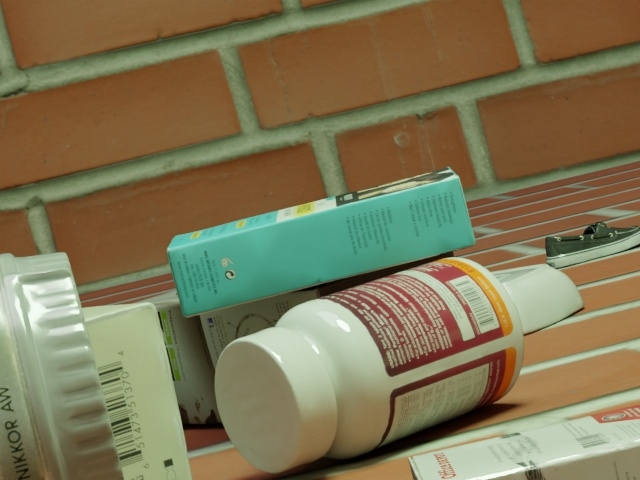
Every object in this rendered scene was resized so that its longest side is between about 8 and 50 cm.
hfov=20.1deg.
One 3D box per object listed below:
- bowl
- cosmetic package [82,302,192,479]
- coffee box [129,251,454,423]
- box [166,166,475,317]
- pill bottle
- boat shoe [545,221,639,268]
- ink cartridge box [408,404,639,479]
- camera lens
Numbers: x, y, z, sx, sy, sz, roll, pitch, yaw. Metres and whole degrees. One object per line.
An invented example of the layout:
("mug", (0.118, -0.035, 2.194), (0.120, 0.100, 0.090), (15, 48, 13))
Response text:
("bowl", (0.175, 0.063, 1.804), (0.142, 0.053, 0.142), (-10, 6, 39))
("cosmetic package", (-0.241, 0.139, 1.411), (0.129, 0.153, 0.296), (-15, 3, -36))
("coffee box", (-0.026, 0.088, 1.618), (0.168, 0.119, 0.297), (-17, 6, -40))
("box", (0.000, 0.000, 1.492), (0.244, 0.060, 0.100), (-14, 6, 1))
("pill bottle", (0.037, 0.093, 1.350), (0.221, 0.121, 0.121), (-16, 5, -38))
("boat shoe", (0.337, -0.001, 2.214), (0.142, 0.040, 0.049), (-15, 5, -25))
("ink cartridge box", (0.122, 0.135, 0.971), (0.135, 0.056, 0.099), (-13, 4, -1))
("camera lens", (-0.260, 0.134, 1.060), (0.274, 0.219, 0.219), (-14, 4, -9))
